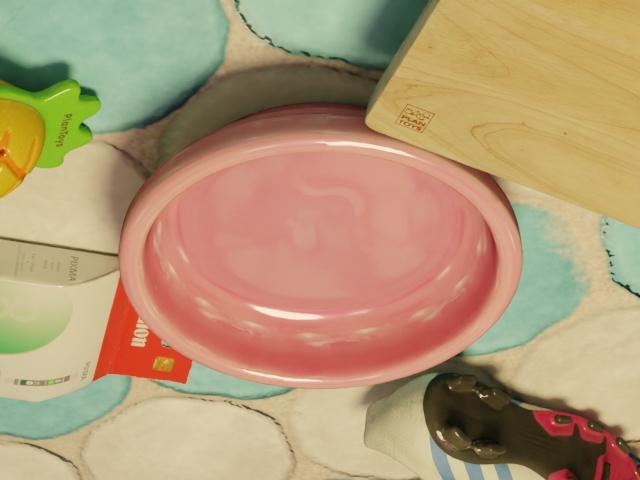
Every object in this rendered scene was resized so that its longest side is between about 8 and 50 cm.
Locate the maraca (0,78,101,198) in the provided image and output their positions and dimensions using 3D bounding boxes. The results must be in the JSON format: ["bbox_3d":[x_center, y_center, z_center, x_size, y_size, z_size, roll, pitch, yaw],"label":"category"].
[{"bbox_3d":[-0.261,-0.079,1.245,0.186,0.099,0.127,-12,154,-26],"label":"maraca"}]

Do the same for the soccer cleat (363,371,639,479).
[{"bbox_3d":[0.188,0.219,1.600,0.331,0.116,0.143,30,148,-29],"label":"soccer cleat"}]

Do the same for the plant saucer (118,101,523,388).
[{"bbox_3d":[0.000,0.000,1.344,0.332,0.084,0.332,0,139,0],"label":"plant saucer"}]

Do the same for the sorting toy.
[{"bbox_3d":[0.201,-0.147,1.153,0.257,0.089,0.255,20,140,-11],"label":"sorting toy"}]

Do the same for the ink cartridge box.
[{"bbox_3d":[-0.218,0.084,1.463,0.225,0.056,0.181,10,138,-10],"label":"ink cartridge box"}]
